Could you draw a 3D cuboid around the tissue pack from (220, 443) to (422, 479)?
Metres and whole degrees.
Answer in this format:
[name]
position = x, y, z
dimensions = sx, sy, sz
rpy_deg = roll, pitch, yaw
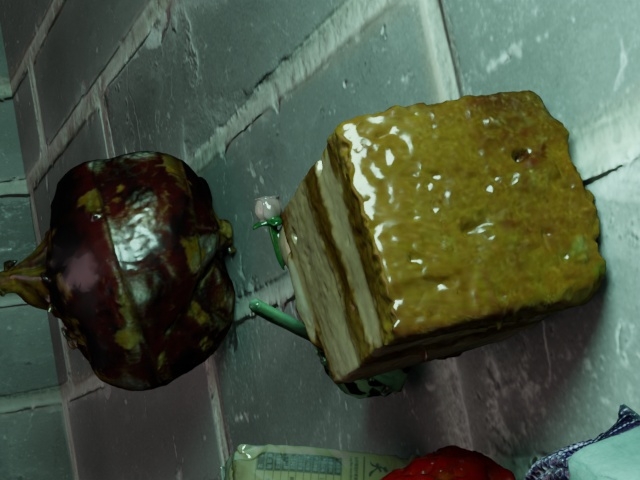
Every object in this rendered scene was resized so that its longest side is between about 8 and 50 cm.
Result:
[tissue pack]
position = -0.005, 0.336, 1.466
dimensions = 0.123, 0.215, 0.257
rpy_deg = 101, 174, -61

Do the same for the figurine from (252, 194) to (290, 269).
[figurine]
position = -0.004, -0.004, 1.548
dimensions = 0.178, 0.144, 0.114
rpy_deg = -142, 51, -76

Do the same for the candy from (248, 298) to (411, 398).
[candy]
position = 0.009, 0.098, 1.416
dimensions = 0.091, 0.305, 0.083
rpy_deg = 15, 82, 27

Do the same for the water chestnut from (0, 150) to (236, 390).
[water chestnut]
position = -0.294, 0.047, 2.023
dimensions = 0.335, 0.346, 0.335
rpy_deg = 170, 90, -78

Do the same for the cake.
[cake]
position = 0.090, 0.013, 1.251
dimensions = 0.293, 0.198, 0.196
rpy_deg = 128, 125, -67

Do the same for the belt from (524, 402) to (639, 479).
[belt]
position = 0.250, 0.278, 1.026
dimensions = 0.325, 0.122, 0.260
rpy_deg = -135, 37, -59

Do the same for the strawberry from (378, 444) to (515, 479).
[strawberry]
position = 0.059, 0.332, 1.259
dimensions = 0.317, 0.295, 0.345
rpy_deg = 66, -143, -44
